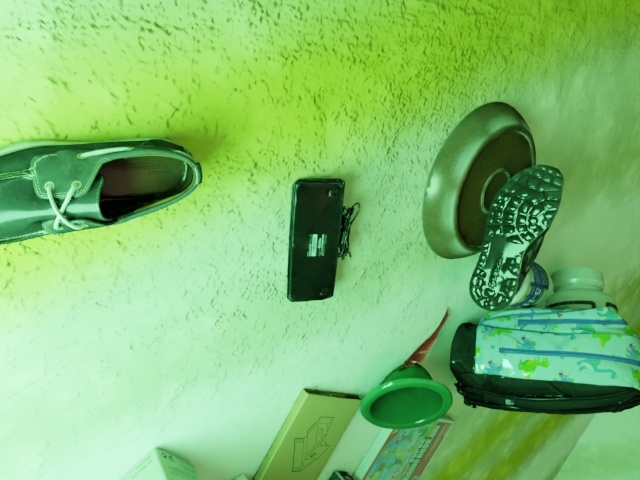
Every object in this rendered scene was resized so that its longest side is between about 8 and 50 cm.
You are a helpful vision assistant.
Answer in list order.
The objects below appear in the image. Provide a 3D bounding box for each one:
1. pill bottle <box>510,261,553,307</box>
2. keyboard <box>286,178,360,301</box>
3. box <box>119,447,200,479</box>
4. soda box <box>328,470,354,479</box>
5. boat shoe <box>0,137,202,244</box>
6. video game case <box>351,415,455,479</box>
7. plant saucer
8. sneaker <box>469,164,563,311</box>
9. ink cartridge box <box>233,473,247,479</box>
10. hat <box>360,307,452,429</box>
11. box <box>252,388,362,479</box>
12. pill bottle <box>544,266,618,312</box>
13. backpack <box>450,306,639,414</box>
[{"bbox_3d":[0.449,0.096,0.979,0.186,0.112,0.112,11,105,-41],"label":"pill bottle"},{"bbox_3d":[0.000,0.000,0.636,0.100,0.038,0.192,0,115,-13],"label":"keyboard"},{"bbox_3d":[-0.175,0.401,0.522,0.113,0.275,0.094,-44,130,-12],"label":"box"},{"bbox_3d":[0.014,0.576,0.911,0.053,0.060,0.169,36,87,-45],"label":"soda box"},{"bbox_3d":[-0.225,-0.046,0.394,0.232,0.079,0.084,-19,124,-29],"label":"boat shoe"},{"bbox_3d":[0.213,0.512,1.061,0.285,0.025,0.204,30,92,-43],"label":"video game case"},{"bbox_3d":[0.316,-0.099,0.819,0.310,0.050,0.311,-17,121,-31],"label":"plant saucer"},{"bbox_3d":[0.375,-0.007,0.829,0.124,0.107,0.284,-6,120,-52],"label":"sneaker"},{"bbox_3d":[-0.135,0.493,0.729,0.092,0.090,0.143,-25,127,-26],"label":"ink cartridge box"},{"bbox_3d":[0.177,0.270,0.917,0.208,0.184,0.173,-1,128,-3],"label":"hat"},{"bbox_3d":[-0.021,0.372,0.807,0.164,0.021,0.201,25,94,-43],"label":"box"},{"bbox_3d":[0.681,0.230,1.127,0.169,0.169,0.302,34,57,-43],"label":"pill bottle"},{"bbox_3d":[0.504,0.269,0.952,0.290,0.355,0.274,51,54,-44],"label":"backpack"}]
